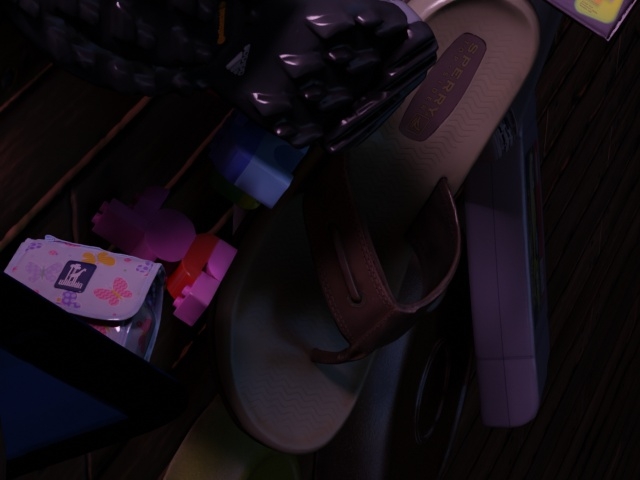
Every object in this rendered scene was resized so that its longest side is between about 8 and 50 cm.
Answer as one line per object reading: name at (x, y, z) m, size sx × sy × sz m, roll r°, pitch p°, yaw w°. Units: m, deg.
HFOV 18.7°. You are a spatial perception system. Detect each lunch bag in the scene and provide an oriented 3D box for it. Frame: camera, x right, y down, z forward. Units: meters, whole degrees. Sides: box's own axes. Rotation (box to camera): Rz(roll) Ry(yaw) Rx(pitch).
lunch bag at (-0.115, 0.042, 0.888) m, size 0.053 × 0.071 × 0.083 m, roll 60°, pitch 45°, yaw -72°

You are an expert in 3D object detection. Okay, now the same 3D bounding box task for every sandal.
sandal at (0.032, -0.009, 1.086) m, size 0.120 × 0.086 × 0.303 m, roll 16°, pitch 109°, yaw -34°

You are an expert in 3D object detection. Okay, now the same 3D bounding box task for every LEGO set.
LEGO set at (-0.049, -0.074, 1.018) m, size 0.087 × 0.093 × 0.227 m, roll -51°, pitch -171°, yaw 39°

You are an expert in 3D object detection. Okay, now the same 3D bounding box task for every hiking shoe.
hiking shoe at (-0.076, -0.131, 0.874) m, size 0.113 × 0.132 × 0.304 m, roll -48°, pitch 145°, yaw 9°

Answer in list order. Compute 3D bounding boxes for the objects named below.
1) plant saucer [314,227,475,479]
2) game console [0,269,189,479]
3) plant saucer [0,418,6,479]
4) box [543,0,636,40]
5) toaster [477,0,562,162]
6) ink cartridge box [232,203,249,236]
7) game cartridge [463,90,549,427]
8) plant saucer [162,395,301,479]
plant saucer at (0.070, 0.116, 1.557) m, size 0.310 × 0.050 × 0.310 m, roll 13°, pitch 90°, yaw -73°
game console at (-0.185, 0.119, 0.552) m, size 0.293 × 0.173 × 0.250 m, roll 46°, pitch 57°, yaw -69°
plant saucer at (-0.184, 0.130, 0.483) m, size 0.278 × 0.041 × 0.278 m, roll -38°, pitch 158°, yaw -18°
box at (0.081, -0.186, 1.095) m, size 0.036 × 0.207 × 0.114 m, roll -56°, pitch -178°, yaw 9°
toaster at (0.089, -0.147, 1.314) m, size 0.227 × 0.129 × 0.146 m, roll 50°, pitch 58°, yaw -71°
ink cartridge box at (0.000, 0.000, 1.215) m, size 0.127 × 0.072 × 0.175 m, roll -47°, pitch 145°, yaw -59°
game cartridge at (0.151, -0.006, 1.586) m, size 0.196 × 0.060 × 0.294 m, roll -36°, pitch 123°, yaw -74°
plant saucer at (-0.060, 0.214, 1.228) m, size 0.241 × 0.037 × 0.241 m, roll 11°, pitch 90°, yaw -73°
